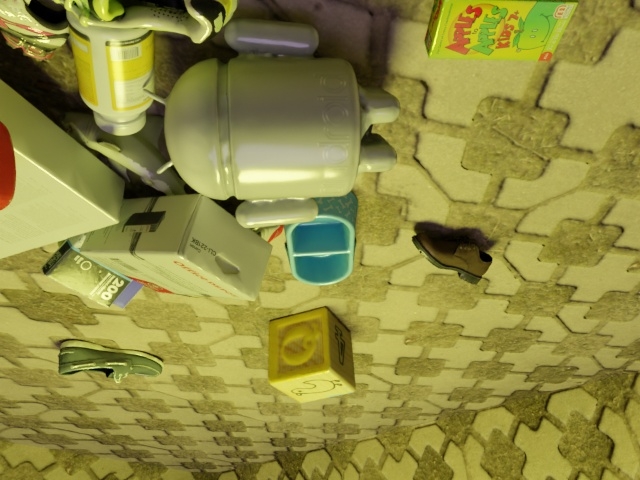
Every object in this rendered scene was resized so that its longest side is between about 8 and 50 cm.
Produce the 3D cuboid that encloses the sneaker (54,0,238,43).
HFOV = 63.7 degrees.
[{"bbox_3d":[-0.275,-0.320,0.556,0.384,0.147,0.145,6,146,-10],"label":"sneaker"}]

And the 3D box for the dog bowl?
[{"bbox_3d":[0.000,0.000,1.104,0.165,0.074,0.297,-3,144,0],"label":"dog bowl"}]

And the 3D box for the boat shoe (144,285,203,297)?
[{"bbox_3d":[-0.362,0.080,1.187,0.223,0.080,0.073,24,142,-26],"label":"boat shoe"}]

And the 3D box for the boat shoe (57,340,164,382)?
[{"bbox_3d":[-0.639,0.391,1.581,0.319,0.099,0.116,23,137,-33],"label":"boat shoe"}]

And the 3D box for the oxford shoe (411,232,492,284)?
[{"bbox_3d":[0.302,0.020,1.173,0.227,0.083,0.096,20,119,-31],"label":"oxford shoe"}]

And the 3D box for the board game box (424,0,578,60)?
[{"bbox_3d":[0.246,-0.303,0.718,0.181,0.043,0.092,-1,145,-5],"label":"board game box"}]

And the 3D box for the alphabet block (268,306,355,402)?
[{"bbox_3d":[-0.024,0.332,1.474,0.192,0.193,0.197,-18,143,17],"label":"alphabet block"}]

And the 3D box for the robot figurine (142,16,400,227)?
[{"bbox_3d":[-0.068,-0.162,0.750,0.353,0.200,0.300,-3,110,-5],"label":"robot figurine"}]

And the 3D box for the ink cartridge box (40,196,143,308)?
[{"bbox_3d":[-0.404,0.032,1.043,0.206,0.045,0.208,-50,137,-3],"label":"ink cartridge box"}]

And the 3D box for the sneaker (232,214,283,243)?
[{"bbox_3d":[-0.184,0.008,1.079,0.279,0.107,0.118,-17,-175,39],"label":"sneaker"}]

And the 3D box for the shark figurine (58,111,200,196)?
[{"bbox_3d":[-0.277,-0.142,0.861,0.166,0.116,0.278,8,155,50],"label":"shark figurine"}]

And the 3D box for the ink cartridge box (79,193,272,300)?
[{"bbox_3d":[-0.253,0.016,0.919,0.272,0.114,0.197,1,154,35],"label":"ink cartridge box"}]

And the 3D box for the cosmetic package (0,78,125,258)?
[{"bbox_3d":[-0.524,-0.115,0.740,0.284,0.097,0.377,-16,147,15],"label":"cosmetic package"}]

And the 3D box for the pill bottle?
[{"bbox_3d":[-0.282,-0.238,0.710,0.103,0.103,0.184,6,144,-13],"label":"pill bottle"}]

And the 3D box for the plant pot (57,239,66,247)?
[{"bbox_3d":[-0.493,0.001,1.065,0.079,0.083,0.083,16,143,-5],"label":"plant pot"}]

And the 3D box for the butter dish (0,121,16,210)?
[{"bbox_3d":[-0.420,-0.082,0.606,0.160,0.160,0.118,-12,171,10],"label":"butter dish"}]

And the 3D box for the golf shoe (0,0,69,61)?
[{"bbox_3d":[-0.402,-0.299,0.632,0.086,0.068,0.186,-32,156,25],"label":"golf shoe"}]
